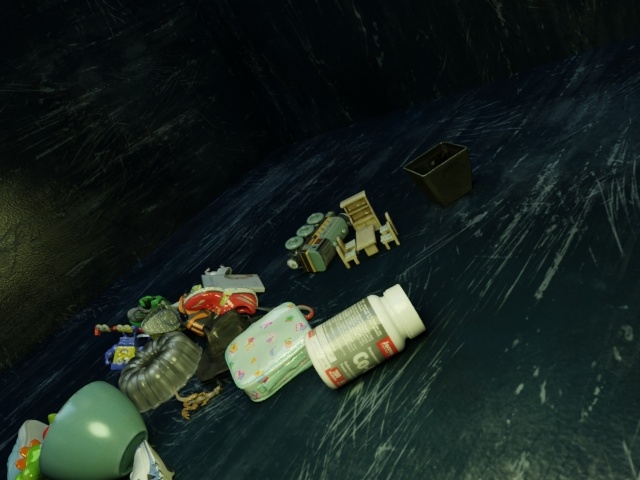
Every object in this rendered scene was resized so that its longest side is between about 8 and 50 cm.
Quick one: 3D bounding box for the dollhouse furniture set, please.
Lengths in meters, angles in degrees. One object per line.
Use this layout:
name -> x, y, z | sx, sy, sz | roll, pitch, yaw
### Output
dollhouse furniture set -> 0.157, -0.055, 1.751 | 0.212, 0.161, 0.242 | -26, 23, 15

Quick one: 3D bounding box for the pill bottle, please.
pill bottle -> 0.114, 0.242, 1.203 | 0.283, 0.161, 0.161 | -31, 22, 3

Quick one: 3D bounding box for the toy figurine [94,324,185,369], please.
toy figurine -> -0.762, 0.468, 1.958 | 0.361, 0.218, 0.191 | 0, -14, 8

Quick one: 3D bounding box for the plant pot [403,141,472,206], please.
plant pot -> 0.452, -0.238, 1.734 | 0.188, 0.167, 0.187 | -34, 23, -1

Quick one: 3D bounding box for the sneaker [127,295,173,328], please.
sneaker -> -0.835, 0.330, 2.286 | 0.343, 0.146, 0.134 | -16, 27, 36

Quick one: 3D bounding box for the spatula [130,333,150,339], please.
spatula -> -0.841, 0.451, 2.195 | 0.296, 0.030, 0.084 | -24, 27, 22

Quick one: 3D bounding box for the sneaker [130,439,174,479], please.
sneaker -> -0.454, 0.647, 1.163 | 0.182, 0.128, 0.315 | -38, 25, -19

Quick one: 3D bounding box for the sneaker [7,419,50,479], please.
sneaker -> -1.074, 0.777, 1.710 | 0.150, 0.135, 0.365 | -55, 19, -14

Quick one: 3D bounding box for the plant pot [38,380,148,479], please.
plant pot -> -0.631, 0.589, 1.382 | 0.195, 0.291, 0.290 | 16, 40, 13

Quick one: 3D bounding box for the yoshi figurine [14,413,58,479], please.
yoshi figurine -> -0.837, 0.712, 1.545 | 0.202, 0.204, 0.362 | 11, 12, 0

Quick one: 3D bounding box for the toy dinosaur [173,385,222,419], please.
toy dinosaur -> -0.407, 0.509, 1.493 | 0.211, 0.064, 0.112 | -13, 10, 21

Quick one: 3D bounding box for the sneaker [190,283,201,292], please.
sneaker -> -0.539, 0.265, 2.104 | 0.240, 0.091, 0.126 | -33, 35, 53

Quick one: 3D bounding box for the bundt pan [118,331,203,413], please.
bundt pan -> -0.605, 0.465, 1.740 | 0.330, 0.124, 0.331 | -27, 23, 12

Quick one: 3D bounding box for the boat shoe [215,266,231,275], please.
boat shoe -> -0.454, 0.183, 2.203 | 0.063, 0.066, 0.184 | -18, 21, 8

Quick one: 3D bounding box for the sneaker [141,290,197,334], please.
sneaker -> -0.604, 0.312, 1.911 | 0.129, 0.111, 0.297 | -33, -5, 36

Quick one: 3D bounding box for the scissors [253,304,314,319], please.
scissors -> -0.133, 0.247, 1.666 | 0.109, 0.021, 0.297 | -37, 25, -25

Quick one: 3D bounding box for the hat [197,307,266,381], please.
hat -> -0.328, 0.322, 1.626 | 0.331, 0.134, 0.331 | -28, 17, 9

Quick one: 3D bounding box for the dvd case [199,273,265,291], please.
dvd case -> -0.371, 0.178, 1.961 | 0.252, 0.022, 0.180 | 0, 15, -18

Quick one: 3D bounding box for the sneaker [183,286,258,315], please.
sneaker -> -0.374, 0.245, 1.777 | 0.278, 0.107, 0.119 | -2, 56, -15

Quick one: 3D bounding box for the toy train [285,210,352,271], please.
toy train -> 0.000, 0.000, 1.900 | 0.190, 0.142, 0.334 | 1, 36, 34

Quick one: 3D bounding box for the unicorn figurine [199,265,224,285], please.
unicorn figurine -> -0.535, 0.176, 2.318 | 0.161, 0.060, 0.111 | -28, 22, 11

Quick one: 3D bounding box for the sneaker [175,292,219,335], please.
sneaker -> -0.471, 0.246, 1.901 | 0.125, 0.179, 0.321 | -61, 10, 25

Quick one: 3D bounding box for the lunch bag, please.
lunch bag -> -0.141, 0.335, 1.398 | 0.279, 0.108, 0.224 | -37, 37, -6
